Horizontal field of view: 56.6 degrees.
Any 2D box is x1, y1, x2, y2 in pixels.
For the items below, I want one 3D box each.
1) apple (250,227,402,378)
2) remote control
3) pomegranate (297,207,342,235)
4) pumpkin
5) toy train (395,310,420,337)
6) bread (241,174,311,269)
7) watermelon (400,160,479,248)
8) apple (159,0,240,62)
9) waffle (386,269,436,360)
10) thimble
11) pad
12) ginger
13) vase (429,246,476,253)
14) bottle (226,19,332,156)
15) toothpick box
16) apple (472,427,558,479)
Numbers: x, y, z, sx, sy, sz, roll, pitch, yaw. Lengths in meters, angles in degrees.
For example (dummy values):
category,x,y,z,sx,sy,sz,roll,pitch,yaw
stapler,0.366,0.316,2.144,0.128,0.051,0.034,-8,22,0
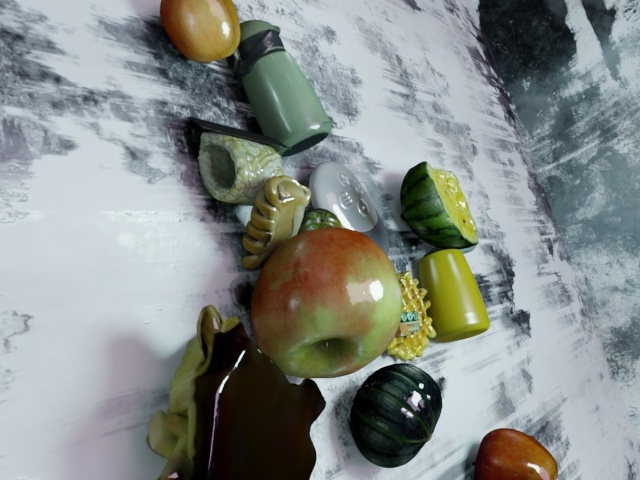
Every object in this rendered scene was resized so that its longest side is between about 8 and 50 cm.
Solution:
category,x,y,z,sx,sy,sz,roll,pitch,yaw
apple,0.012,0.124,1.252,0.319,0.319,0.277,32,32,-37
remote control,0.081,-0.063,1.604,0.331,0.104,0.221,59,36,-11
pomegranate,0.007,-0.007,1.464,0.163,0.126,0.138,24,40,-43
pumpkin,0.170,0.401,1.386,0.250,0.216,0.249,-18,116,-43
toy train,0.227,0.221,1.576,0.103,0.044,0.064,1,76,-47
bread,-0.103,-0.040,1.287,0.081,0.225,0.134,37,32,30
watermelon,0.361,-0.095,1.896,0.331,0.190,0.330,35,42,-39
apple,-0.270,-0.503,1.372,0.199,0.199,0.199,28,51,-40
waffle,0.219,0.200,1.660,0.309,0.065,0.283,36,49,-37
thimble,-0.179,-0.162,1.318,0.144,0.137,0.190,-2,48,-48
pad,-0.181,-0.242,1.337,0.212,0.143,0.003,10,106,-26
ginger,-0.165,0.341,1.035,0.358,0.212,0.412,36,54,-52
vase,0.448,0.026,2.017,0.219,0.096,0.096,-25,90,-51
bottle,-0.116,-0.392,1.505,0.169,0.169,0.346,-23,84,-53
toothpick box,0.396,0.161,1.808,0.175,0.175,0.271,12,59,-47
apple,0.539,0.651,1.668,0.234,0.234,0.233,28,51,-40
